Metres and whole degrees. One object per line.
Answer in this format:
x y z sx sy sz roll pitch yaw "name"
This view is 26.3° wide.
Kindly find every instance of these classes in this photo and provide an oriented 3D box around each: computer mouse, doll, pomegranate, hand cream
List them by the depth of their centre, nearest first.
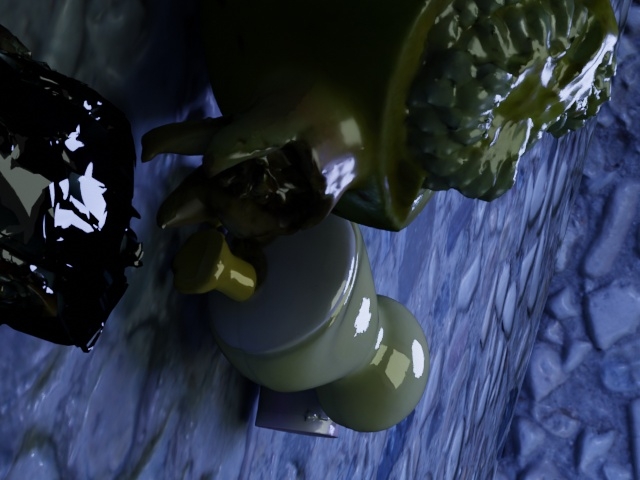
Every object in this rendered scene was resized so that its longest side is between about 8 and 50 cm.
-0.129 -0.015 0.638 0.241 0.078 0.146 47 59 -70 "computer mouse"
0.029 -0.116 0.810 0.341 0.260 0.260 -40 142 -37 "pomegranate"
-0.002 0.059 0.982 0.296 0.117 0.141 55 43 -53 "doll"
0.000 0.000 1.112 0.111 0.070 0.312 40 56 -69 "hand cream"
